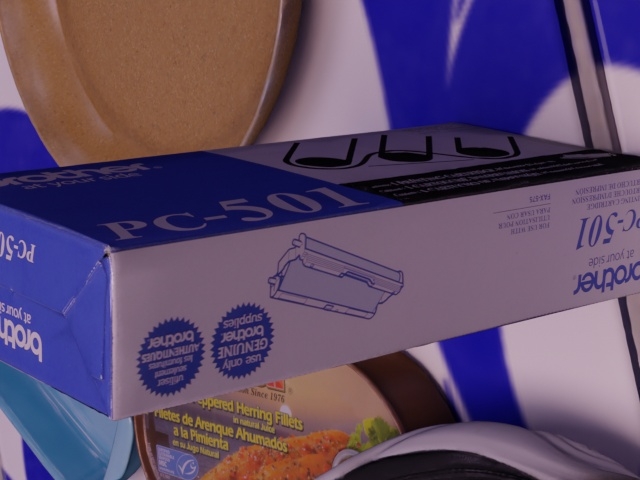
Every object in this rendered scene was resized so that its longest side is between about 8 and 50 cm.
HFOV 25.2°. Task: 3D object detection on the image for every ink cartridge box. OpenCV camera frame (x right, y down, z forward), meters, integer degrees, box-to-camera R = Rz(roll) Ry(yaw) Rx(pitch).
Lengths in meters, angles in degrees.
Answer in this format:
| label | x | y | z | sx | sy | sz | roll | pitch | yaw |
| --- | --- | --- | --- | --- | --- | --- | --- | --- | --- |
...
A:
| label | x | y | z | sx | sy | sz | roll | pitch | yaw |
| --- | --- | --- | --- | --- | --- | --- | --- | --- | --- |
| ink cartridge box | 0.000 | 0.000 | 0.428 | 0.097 | 0.207 | 0.046 | 17 | 111 | 48 |

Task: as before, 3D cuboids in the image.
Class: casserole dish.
| label | x | y | z | sx | sy | sz | roll | pitch | yaw |
| --- | --- | --- | --- | --- | --- | --- | --- | --- | --- |
| casserole dish | -0.134 | 0.051 | 0.739 | 0.188 | 0.037 | 0.114 | 41 | 128 | 38 |

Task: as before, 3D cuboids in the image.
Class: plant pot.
| label | x | y | z | sx | sy | sz | roll | pitch | yaw |
| --- | --- | --- | --- | --- | --- | --- | --- | --- | --- |
| plant pot | -0.078 | -0.129 | 0.635 | 0.236 | 0.032 | 0.236 | 16 | 111 | 48 |

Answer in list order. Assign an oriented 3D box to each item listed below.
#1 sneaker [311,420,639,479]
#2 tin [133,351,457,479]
| label | x | y | z | sx | sy | sz | roll | pitch | yaw |
| --- | --- | --- | --- | --- | --- | --- | --- | --- | --- |
| sneaker | 0.058 | 0.126 | 0.408 | 0.269 | 0.153 | 0.101 | 5 | 104 | 41 |
| tin | -0.013 | 0.088 | 0.601 | 0.190 | 0.040 | 0.106 | 6 | 107 | 50 |
